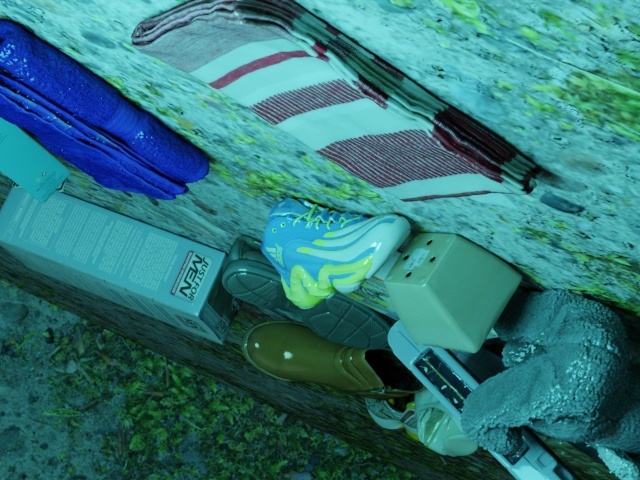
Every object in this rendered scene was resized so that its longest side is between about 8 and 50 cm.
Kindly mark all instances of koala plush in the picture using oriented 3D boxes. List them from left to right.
[{"bbox_3d":[0.312,0.177,1.501,0.221,0.196,0.203,34,153,-24],"label":"koala plush"}]

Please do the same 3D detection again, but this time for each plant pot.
[{"bbox_3d":[0.138,0.049,1.479,0.096,0.109,0.109,46,157,-28],"label":"plant pot"}]

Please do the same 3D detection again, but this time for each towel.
[{"bbox_3d":[-0.302,-0.141,1.518,0.228,0.076,0.308,7,159,46],"label":"towel"},{"bbox_3d":[0.009,-0.117,1.187,0.329,0.037,0.237,30,166,-25],"label":"towel"}]

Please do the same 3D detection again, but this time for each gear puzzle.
[{"bbox_3d":[0.497,0.340,2.126,0.175,0.044,0.339,31,162,-21],"label":"gear puzzle"}]

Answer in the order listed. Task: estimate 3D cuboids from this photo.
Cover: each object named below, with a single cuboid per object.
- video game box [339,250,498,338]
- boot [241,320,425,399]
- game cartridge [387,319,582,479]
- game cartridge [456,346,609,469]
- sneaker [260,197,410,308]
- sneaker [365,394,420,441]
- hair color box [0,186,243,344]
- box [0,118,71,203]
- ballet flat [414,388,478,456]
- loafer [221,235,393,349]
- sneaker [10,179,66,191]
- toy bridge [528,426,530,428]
[{"bbox_3d":[0.119,0.070,1.696,0.205,0.048,0.187,25,164,-10],"label":"video game box"},{"bbox_3d":[0.025,0.203,2.211,0.283,0.109,0.220,25,168,-17],"label":"boot"},{"bbox_3d":[0.216,0.226,1.674,0.294,0.060,0.196,45,-174,30],"label":"game cartridge"},{"bbox_3d":[0.320,0.236,1.830,0.198,0.062,0.297,29,-179,-37],"label":"game cartridge"},{"bbox_3d":[0.000,0.000,1.531,0.126,0.091,0.240,47,143,-6],"label":"sneaker"},{"bbox_3d":[0.151,0.301,2.483,0.092,0.088,0.225,58,158,-19],"label":"sneaker"},{"bbox_3d":[-0.319,0.034,2.130,0.375,0.113,0.185,20,166,15],"label":"hair color box"},{"bbox_3d":[-0.422,-0.139,1.694,0.100,0.060,0.244,38,175,29],"label":"box"},{"bbox_3d":[0.220,0.293,2.195,0.139,0.139,0.400,24,167,-3],"label":"ballet flat"},{"bbox_3d":[-0.009,0.068,1.874,0.268,0.084,0.096,24,136,-20],"label":"loafer"},{"bbox_3d":[-0.424,-0.088,1.993,0.109,0.040,0.044,10,163,44],"label":"sneaker"},{"bbox_3d":[0.365,0.292,2.155,0.063,0.026,0.188,40,162,-17],"label":"toy bridge"}]
